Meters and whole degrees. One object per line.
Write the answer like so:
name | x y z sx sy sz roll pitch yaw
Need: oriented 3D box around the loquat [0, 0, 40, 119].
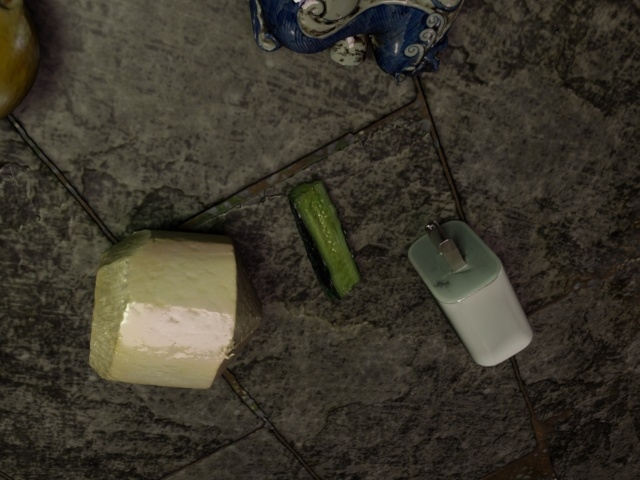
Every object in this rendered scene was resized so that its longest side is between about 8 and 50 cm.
loquat | -0.404 -0.210 0.621 0.195 0.152 0.152 -35 124 21

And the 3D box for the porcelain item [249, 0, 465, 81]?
porcelain item | 0.049 -0.303 0.717 0.288 0.138 0.186 -9 140 -16

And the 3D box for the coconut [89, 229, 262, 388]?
coconut | -0.207 0.102 0.820 0.244 0.239 0.239 5 119 -18

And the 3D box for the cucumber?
cucumber | -0.001 -0.001 0.922 0.078 0.062 0.211 -43 123 -29

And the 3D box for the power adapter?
power adapter | 0.250 0.070 0.957 0.124 0.187 0.255 -32 123 4
